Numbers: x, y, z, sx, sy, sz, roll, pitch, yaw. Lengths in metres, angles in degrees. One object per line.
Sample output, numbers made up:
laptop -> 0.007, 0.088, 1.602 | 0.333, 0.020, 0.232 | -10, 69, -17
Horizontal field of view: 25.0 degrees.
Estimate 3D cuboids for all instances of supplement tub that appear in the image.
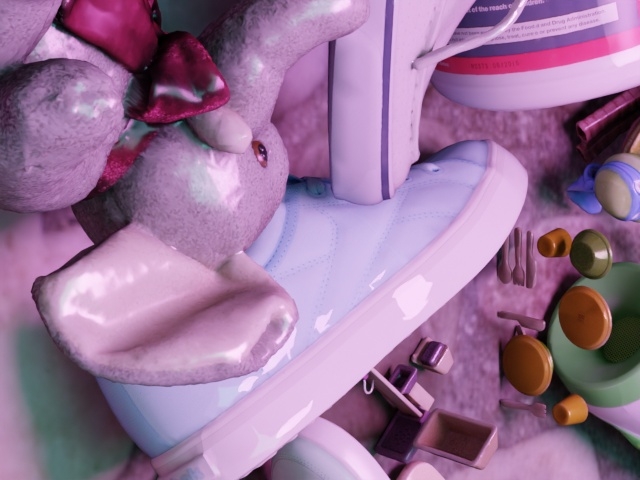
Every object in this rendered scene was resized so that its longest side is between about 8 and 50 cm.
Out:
supplement tub -> 0.138, -0.238, 0.939 | 0.191, 0.191, 0.272 | -29, 115, -35

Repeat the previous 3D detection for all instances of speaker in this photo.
speaker -> 0.312, 0.129, 1.196 | 0.296, 0.131, 0.131 | 35, 74, -39

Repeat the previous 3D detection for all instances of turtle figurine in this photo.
turtle figurine -> 0.353, -0.070, 1.090 | 0.266, 0.274, 0.198 | -35, 100, -38

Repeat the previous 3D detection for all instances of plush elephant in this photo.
plush elephant -> -0.099, -0.079, 0.708 | 0.255, 0.272, 0.330 | 17, 121, -32

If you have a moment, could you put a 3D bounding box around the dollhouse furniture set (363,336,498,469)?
dollhouse furniture set -> 0.074, 0.100, 0.991 | 0.081, 0.114, 0.091 | 45, 70, -32

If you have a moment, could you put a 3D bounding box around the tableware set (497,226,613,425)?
tableware set -> 0.180, 0.063, 1.083 | 0.024, 0.104, 0.154 | -12, 106, -41

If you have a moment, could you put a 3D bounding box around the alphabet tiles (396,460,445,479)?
alphabet tiles -> 0.038, 0.312, 1.053 | 0.284, 0.021, 0.278 | 49, 66, -35

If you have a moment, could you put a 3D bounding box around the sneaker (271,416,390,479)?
sneaker -> -0.012, 0.246, 0.914 | 0.151, 0.094, 0.256 | -31, 119, -41

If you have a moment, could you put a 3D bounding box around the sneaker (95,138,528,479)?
sneaker -> 0.000, 0.000, 0.902 | 0.150, 0.135, 0.366 | 54, 46, -5

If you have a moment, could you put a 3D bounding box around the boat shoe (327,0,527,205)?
boat shoe -> 0.088, -0.192, 0.804 | 0.156, 0.136, 0.367 | 6, 105, 0
